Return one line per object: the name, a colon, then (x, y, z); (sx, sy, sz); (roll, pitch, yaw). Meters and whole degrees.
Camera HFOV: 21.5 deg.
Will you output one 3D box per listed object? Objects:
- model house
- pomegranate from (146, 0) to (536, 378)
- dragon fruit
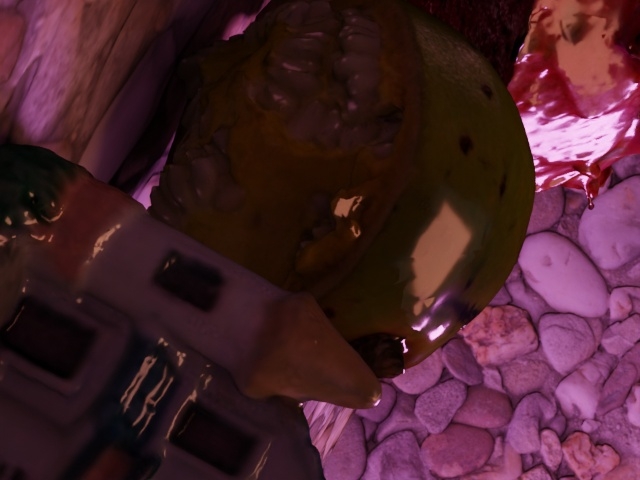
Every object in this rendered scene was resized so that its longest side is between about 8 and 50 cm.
model house: (-0.079, 0.141, 0.865); (0.267, 0.325, 0.194); (-59, 173, -16)
pomegranate: (0.011, -0.057, 1.101); (0.260, 0.261, 0.340); (107, -10, -52)
dragon fruit: (0.191, -0.197, 1.266); (0.371, 0.249, 0.386); (-138, -128, -74)
